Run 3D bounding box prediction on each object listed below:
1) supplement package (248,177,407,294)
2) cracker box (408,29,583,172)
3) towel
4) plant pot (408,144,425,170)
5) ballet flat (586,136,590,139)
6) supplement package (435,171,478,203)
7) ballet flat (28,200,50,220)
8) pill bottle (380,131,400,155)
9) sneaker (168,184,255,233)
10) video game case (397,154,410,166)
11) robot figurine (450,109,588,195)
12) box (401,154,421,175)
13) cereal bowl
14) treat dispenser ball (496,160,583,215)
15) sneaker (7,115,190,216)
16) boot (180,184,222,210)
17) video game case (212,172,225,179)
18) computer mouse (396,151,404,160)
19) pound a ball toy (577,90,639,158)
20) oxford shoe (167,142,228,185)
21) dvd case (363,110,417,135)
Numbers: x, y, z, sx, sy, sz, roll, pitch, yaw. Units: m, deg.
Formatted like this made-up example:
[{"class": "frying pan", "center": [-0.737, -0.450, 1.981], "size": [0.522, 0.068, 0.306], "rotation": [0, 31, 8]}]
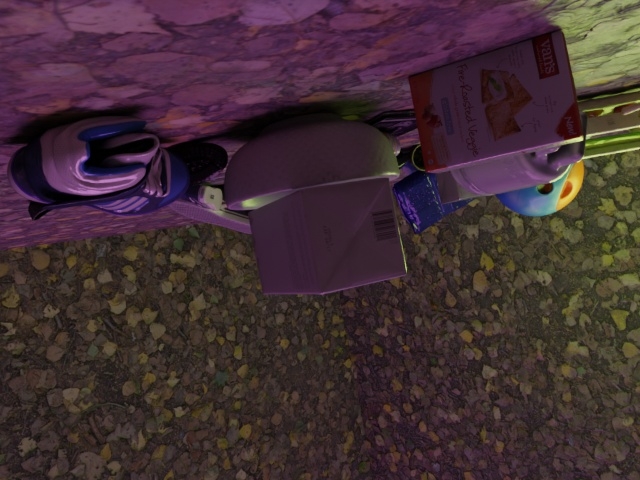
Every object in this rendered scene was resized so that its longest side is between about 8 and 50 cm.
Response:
[{"class": "supplement package", "center": [0.000, 0.000, 1.087], "size": [0.175, 0.178, 0.293], "rotation": [-11, 180, -25]}, {"class": "cracker box", "center": [0.264, -0.203, 0.885], "size": [0.232, 0.156, 0.067], "rotation": [-11, 179, 27]}, {"class": "towel", "center": [0.395, -0.179, 1.891], "size": [0.308, 0.228, 0.076], "rotation": [-30, -138, 1]}, {"class": "plant pot", "center": [0.311, -0.261, 1.801], "size": [0.083, 0.083, 0.079], "rotation": [-11, -168, -9]}, {"class": "ballet flat", "center": [0.854, -0.364, 2.037], "size": [0.068, 0.072, 0.213], "rotation": [-6, 178, -30]}, {"class": "supplement package", "center": [0.441, -0.220, 1.638], "size": [0.203, 0.194, 0.149], "rotation": [-11, -179, -9]}, {"class": "ballet flat", "center": [-0.639, -0.088, 1.435], "size": [0.173, 0.049, 0.057], "rotation": [-11, -179, 8]}, {"class": "pill bottle", "center": [0.129, -0.207, 1.273], "size": [0.065, 0.065, 0.116], "rotation": [-10, 178, 37]}, {"class": "sneaker", "center": [-0.330, -0.121, 1.870], "size": [0.321, 0.128, 0.126], "rotation": [18, 159, -29]}, {"class": "video game case", "center": [0.160, -0.171, 1.879], "size": [0.196, 0.026, 0.274], "rotation": [-35, 178, -23]}, {"class": "robot figurine", "center": [0.433, -0.214, 1.339], "size": [0.299, 0.200, 0.353], "rotation": [20, 166, -24]}, {"class": "box", "center": [0.338, -0.234, 1.983], "size": [0.042, 0.178, 0.109], "rotation": [-48, -172, -11]}, {"class": "cereal bowl", "center": [-0.025, -0.157, 1.117], "size": [0.338, 0.141, 0.339], "rotation": [-11, -179, 0]}, {"class": "treat dispenser ball", "center": [0.702, -0.223, 1.891], "size": [0.288, 0.288, 0.288], "rotation": [-11, 180, 0]}, {"class": "sneaker", "center": [-0.284, -0.111, 0.898], "size": [0.236, 0.130, 0.322], "rotation": [-5, 178, 40]}, {"class": "boot", "center": [-0.352, -0.134, 1.710], "size": [0.086, 0.069, 0.190], "rotation": [10, 173, 7]}, {"class": "video game case", "center": [-0.298, -0.173, 1.647], "size": [0.087, 0.011, 0.122], "rotation": [-10, 180, 1]}, {"class": "computer mouse", "center": [0.147, -0.213, 1.900], "size": [0.262, 0.060, 0.184], "rotation": [-36, 178, -2]}, {"class": "pound a ball toy", "center": [0.728, -0.324, 1.447], "size": [0.318, 0.136, 0.208], "rotation": [-11, 155, 2]}, {"class": "oxford shoe", "center": [-0.266, -0.153, 1.151], "size": [0.227, 0.083, 0.096], "rotation": [-10, -161, 31]}, {"class": "dvd case", "center": [0.154, -0.254, 1.288], "size": [0.164, 0.018, 0.221], "rotation": [-9, 180, -25]}]
